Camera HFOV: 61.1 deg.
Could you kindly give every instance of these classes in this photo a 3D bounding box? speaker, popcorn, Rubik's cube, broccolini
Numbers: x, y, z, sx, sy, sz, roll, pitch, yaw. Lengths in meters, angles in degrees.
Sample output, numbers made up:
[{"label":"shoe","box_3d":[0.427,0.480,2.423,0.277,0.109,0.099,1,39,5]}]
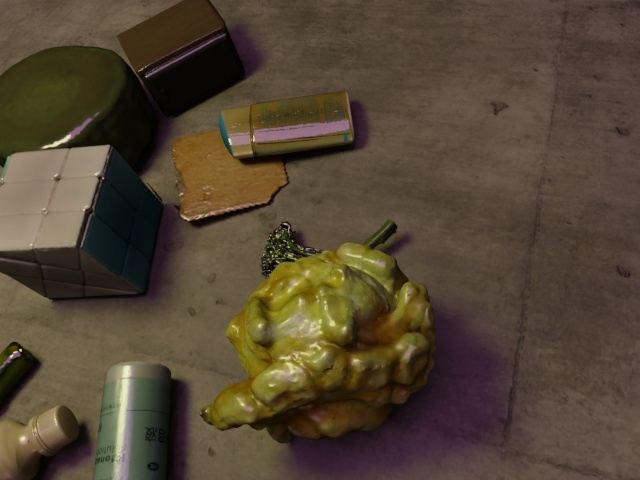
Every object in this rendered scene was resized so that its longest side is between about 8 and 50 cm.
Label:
[{"label":"speaker","box_3d":[-0.325,-0.443,1.289,0.231,0.153,0.192,-30,58,-4]},{"label":"popcorn","box_3d":[0.003,0.151,0.814,0.336,0.274,0.278,-6,58,10]},{"label":"Rubik's cube","box_3d":[-0.470,-0.030,1.050,0.222,0.231,0.224,-3,62,11]},{"label":"broccolini","box_3d":[0.008,-0.001,1.018,0.272,0.062,0.123,-19,74,9]}]

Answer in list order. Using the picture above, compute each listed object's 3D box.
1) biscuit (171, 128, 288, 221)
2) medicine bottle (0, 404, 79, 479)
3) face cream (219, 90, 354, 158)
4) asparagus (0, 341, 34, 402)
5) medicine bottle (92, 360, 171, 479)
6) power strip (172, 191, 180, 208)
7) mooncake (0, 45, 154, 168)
[{"label":"biscuit","box_3d":[-0.197,-0.157,1.166,0.237,0.013,0.232,-13,60,-2]},{"label":"medicine bottle","box_3d":[-0.537,0.367,0.912,0.252,0.114,0.114,-29,59,-3]},{"label":"face cream","box_3d":[-0.076,-0.245,1.156,0.285,0.067,0.139,-7,59,3]},{"label":"asparagus","box_3d":[-0.644,0.312,1.003,0.067,0.060,0.277,37,74,8]},{"label":"medicine bottle","box_3d":[-0.300,0.374,0.854,0.110,0.110,0.351,-10,60,8]},{"label":"power strip","box_3d":[-0.276,-0.111,1.171,0.051,0.019,0.136,11,65,16]},{"label":"mooncake","box_3d":[-0.561,-0.269,1.228,0.357,0.194,0.356,-4,59,7]}]
